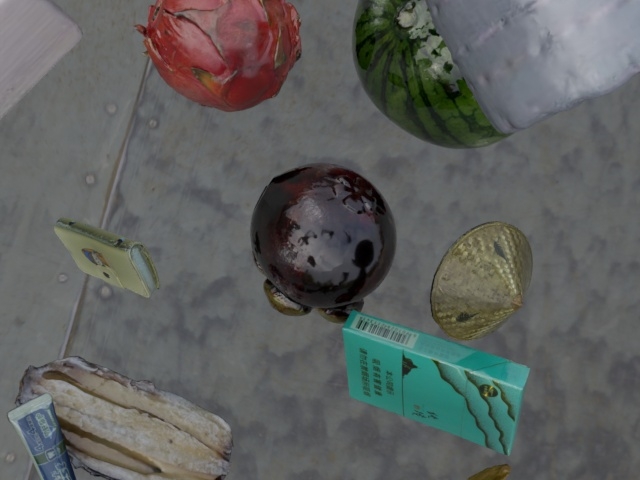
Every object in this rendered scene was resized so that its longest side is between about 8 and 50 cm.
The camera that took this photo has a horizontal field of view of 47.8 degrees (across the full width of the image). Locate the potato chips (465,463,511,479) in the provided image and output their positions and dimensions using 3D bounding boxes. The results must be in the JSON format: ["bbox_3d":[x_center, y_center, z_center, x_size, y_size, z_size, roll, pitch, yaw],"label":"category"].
[{"bbox_3d":[0.039,0.354,0.820,0.406,0.057,0.080,-26,87,20],"label":"potato chips"}]

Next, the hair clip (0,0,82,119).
[{"bbox_3d":[-0.275,-0.034,0.377,0.330,0.085,0.101,-41,70,1],"label":"hair clip"}]

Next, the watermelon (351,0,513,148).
[{"bbox_3d":[0.184,-0.292,1.013,0.189,0.330,0.331,-31,99,-59],"label":"watermelon"}]

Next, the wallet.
[{"bbox_3d":[-0.314,0.023,1.078,0.039,0.155,0.110,-52,146,-33],"label":"wallet"}]

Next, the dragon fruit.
[{"bbox_3d":[-0.155,-0.325,1.166,0.252,0.240,0.241,10,83,-54],"label":"dragon fruit"}]

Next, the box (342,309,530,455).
[{"bbox_3d":[0.141,0.180,0.913,0.226,0.161,0.042,17,52,21],"label":"box"}]

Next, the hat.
[{"bbox_3d":[0.198,0.057,0.792,0.145,0.067,0.146,-10,114,-25],"label":"hat"}]

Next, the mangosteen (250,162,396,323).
[{"bbox_3d":[0.000,0.000,0.938,0.209,0.210,0.210,1,87,-17],"label":"mangosteen"}]

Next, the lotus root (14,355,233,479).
[{"bbox_3d":[-0.289,0.285,1.049,0.329,0.078,0.167,31,43,-15],"label":"lotus root"}]

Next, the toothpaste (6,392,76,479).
[{"bbox_3d":[-0.345,0.289,0.931,0.057,0.034,0.197,-25,116,-32],"label":"toothpaste"}]

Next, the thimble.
[{"bbox_3d":[0.128,-0.133,0.367,0.151,0.127,0.118,-31,95,-44],"label":"thimble"}]
